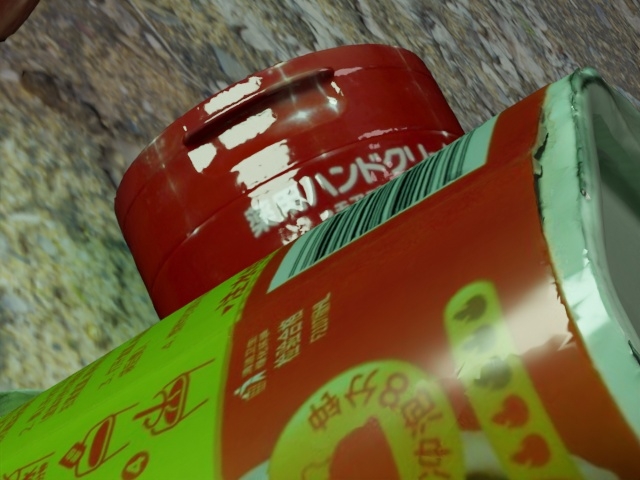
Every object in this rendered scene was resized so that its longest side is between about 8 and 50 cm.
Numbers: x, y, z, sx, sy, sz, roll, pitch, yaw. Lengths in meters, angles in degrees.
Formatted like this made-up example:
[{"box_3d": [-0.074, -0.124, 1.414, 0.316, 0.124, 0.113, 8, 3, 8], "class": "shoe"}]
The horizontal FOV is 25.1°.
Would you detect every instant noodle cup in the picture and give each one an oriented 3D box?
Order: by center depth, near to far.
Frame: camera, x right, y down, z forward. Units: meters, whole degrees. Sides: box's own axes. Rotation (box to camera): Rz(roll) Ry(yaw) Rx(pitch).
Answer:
[{"box_3d": [0.025, 0.118, 0.498, 0.294, 0.308, 0.294, 40, 29, -27], "class": "instant noodle cup"}]

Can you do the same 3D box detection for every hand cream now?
[{"box_3d": [0.000, 0.000, 0.749, 0.193, 0.193, 0.125, 6, 52, -58], "class": "hand cream"}]

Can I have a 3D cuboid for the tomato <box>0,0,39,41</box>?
[{"box_3d": [-0.213, -0.239, 0.707, 0.309, 0.170, 0.309, 38, 30, -27], "class": "tomato"}]
